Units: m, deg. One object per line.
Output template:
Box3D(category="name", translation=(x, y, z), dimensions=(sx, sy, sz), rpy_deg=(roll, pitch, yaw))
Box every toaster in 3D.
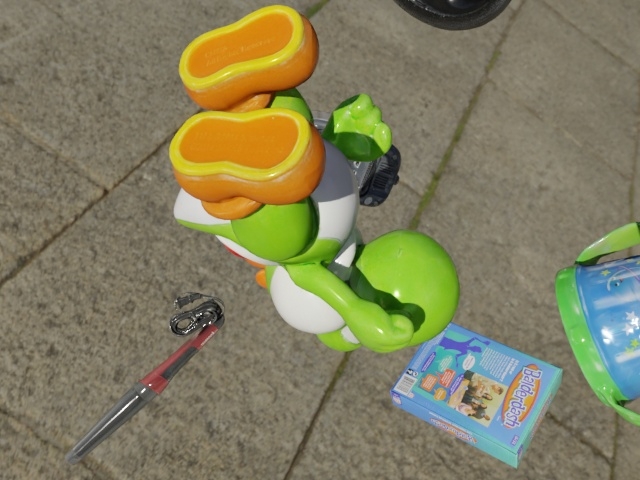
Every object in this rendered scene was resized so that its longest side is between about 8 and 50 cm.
Box3D(category="toaster", translation=(0.030, -0.154, 1.207), dimensions=(0.226, 0.129, 0.146), rpy_deg=(17, 19, -8))

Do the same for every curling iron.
Box3D(category="curling iron", translation=(-0.221, 0.171, 0.843), dimensions=(0.068, 0.274, 0.035), rpy_deg=(41, -1, -9))

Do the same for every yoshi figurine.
Box3D(category="yoshi figurine", translation=(0.026, -0.011, 0.577), dimensions=(0.203, 0.362, 0.203), rpy_deg=(-44, 55, -12))

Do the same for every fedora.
Box3D(category="fedora", translation=(0.253, -0.579, 1.296), dimensions=(0.334, 0.334, 0.152), rpy_deg=(40, 56, 3))

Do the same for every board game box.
Box3D(category="board game box", translation=(0.238, 0.226, 1.034), dimensions=(0.210, 0.047, 0.160), rpy_deg=(22, 57, 32))

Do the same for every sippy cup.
Box3D(category="sippy cup", translation=(0.514, 0.116, 1.031), dimensions=(0.240, 0.224, 0.306), rpy_deg=(1, 69, -57))
